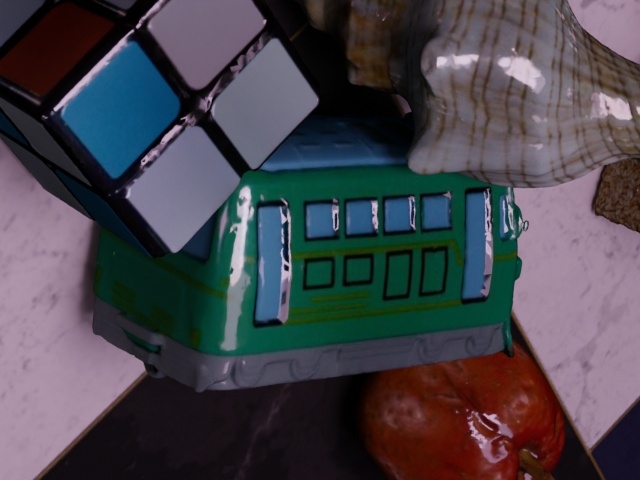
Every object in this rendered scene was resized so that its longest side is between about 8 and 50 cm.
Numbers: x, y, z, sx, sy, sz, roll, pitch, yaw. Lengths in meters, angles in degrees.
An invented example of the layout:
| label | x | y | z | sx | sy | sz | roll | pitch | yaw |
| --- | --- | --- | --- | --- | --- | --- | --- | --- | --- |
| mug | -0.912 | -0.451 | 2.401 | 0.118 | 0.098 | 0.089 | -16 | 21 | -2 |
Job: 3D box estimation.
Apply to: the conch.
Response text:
| label | x | y | z | sx | sy | sz | roll | pitch | yaw |
| --- | --- | --- | --- | --- | --- | --- | --- | --- | --- |
| conch | 0.124 | -0.139 | 1.499 | 0.169 | 0.386 | 0.203 | 16 | 99 | -65 |

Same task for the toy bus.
| label | x | y | z | sx | sy | sz | roll | pitch | yaw |
| --- | --- | --- | --- | --- | --- | --- | --- | --- | --- |
| toy bus | 0.000 | 0.000 | 1.577 | 0.343 | 0.183 | 0.199 | -4 | 107 | -40 |

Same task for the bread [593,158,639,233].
| label | x | y | z | sx | sy | sz | roll | pitch | yaw |
| --- | --- | --- | --- | --- | --- | --- | --- | --- | --- |
| bread | 0.383 | -0.067 | 1.825 | 0.110 | 0.234 | 0.184 | 7 | 107 | -40 |

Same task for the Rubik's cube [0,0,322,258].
| label | x | y | z | sx | sy | sz | roll | pitch | yaw |
| --- | --- | --- | --- | --- | --- | --- | --- | --- | --- |
| Rubik's cube | -0.137 | -0.121 | 1.401 | 0.180 | 0.183 | 0.167 | -46 | 131 | -11 |

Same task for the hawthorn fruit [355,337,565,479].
| label | x | y | z | sx | sy | sz | roll | pitch | yaw |
| --- | --- | --- | --- | --- | --- | --- | --- | --- | --- |
| hawthorn fruit | 0.135 | 0.167 | 1.757 | 0.179 | 0.200 | 0.179 | -22 | 129 | -29 |
